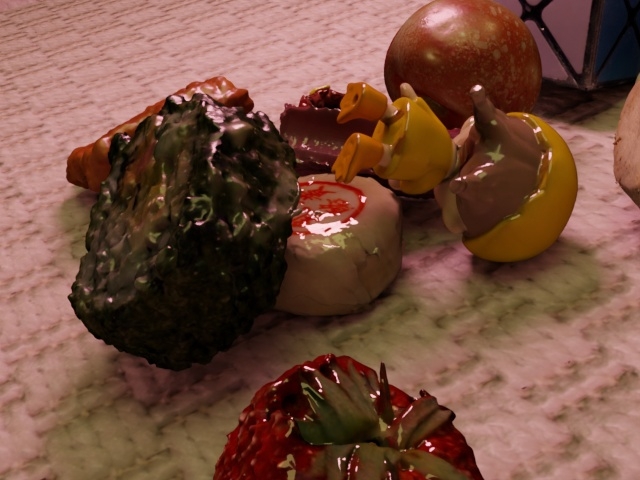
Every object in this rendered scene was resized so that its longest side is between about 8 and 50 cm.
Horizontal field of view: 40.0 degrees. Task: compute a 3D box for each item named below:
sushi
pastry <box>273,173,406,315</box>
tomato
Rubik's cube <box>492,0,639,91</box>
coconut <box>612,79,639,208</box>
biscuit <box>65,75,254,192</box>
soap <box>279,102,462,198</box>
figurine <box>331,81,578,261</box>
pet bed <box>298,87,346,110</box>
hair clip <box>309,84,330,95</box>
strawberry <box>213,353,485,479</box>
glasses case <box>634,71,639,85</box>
[{"bbox_3d":[-0.163,-0.024,1.113,0.294,0.178,0.352,-33,41,37],"label":"sushi"},{"bbox_3d":[-0.001,-0.001,1.245,0.264,0.133,0.265,-5,29,3],"label":"pastry"},{"bbox_3d":[0.248,-0.293,1.495,0.223,0.270,0.270,-48,43,-14],"label":"tomato"},{"bbox_3d":[0.459,-0.428,1.624,0.260,0.259,0.254,-14,25,-42],"label":"Rubik's cube"},{"bbox_3d":[0.541,-0.125,1.189,0.247,0.245,0.245,8,31,-7],"label":"coconut"},{"bbox_3d":[-0.298,-0.181,1.564,0.318,0.111,0.312,-36,16,-21],"label":"biscuit"},{"bbox_3d":[0.093,-0.132,1.367,0.289,0.112,0.182,11,0,26],"label":"soap"},{"bbox_3d":[0.187,-0.096,1.197,0.343,0.215,0.187,16,-12,-19],"label":"figurine"},{"bbox_3d":[0.049,-0.200,1.571,0.201,0.054,0.201,11,40,-10],"label":"pet bed"},{"bbox_3d":[0.016,-0.234,1.688,0.072,0.046,0.173,-16,41,-7],"label":"hair clip"},{"bbox_3d":[0.008,0.251,0.785,0.261,0.258,0.261,18,27,-10],"label":"strawberry"},{"bbox_3d":[0.649,-0.298,1.568,0.233,0.092,0.059,-27,37,-22],"label":"glasses case"}]
